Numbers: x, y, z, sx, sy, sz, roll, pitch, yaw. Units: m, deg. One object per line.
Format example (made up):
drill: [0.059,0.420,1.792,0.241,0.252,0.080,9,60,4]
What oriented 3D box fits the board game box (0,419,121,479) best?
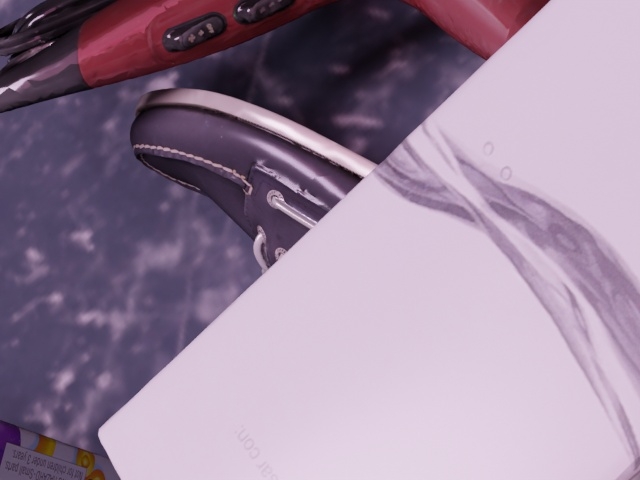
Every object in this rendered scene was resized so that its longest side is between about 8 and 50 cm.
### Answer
board game box: [-0.177,0.199,0.583,0.142,0.144,0.275,5,75,30]

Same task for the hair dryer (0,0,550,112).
hair dryer: [-0.002,-0.094,0.608,0.293,0.080,0.223,12,56,43]

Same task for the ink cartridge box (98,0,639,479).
ink cartridge box: [0.110,0.026,0.450,0.283,0.207,0.117,-43,56,8]

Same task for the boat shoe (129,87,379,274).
boat shoe: [0.000,0.000,0.602,0.206,0.075,0.065,24,81,29]
